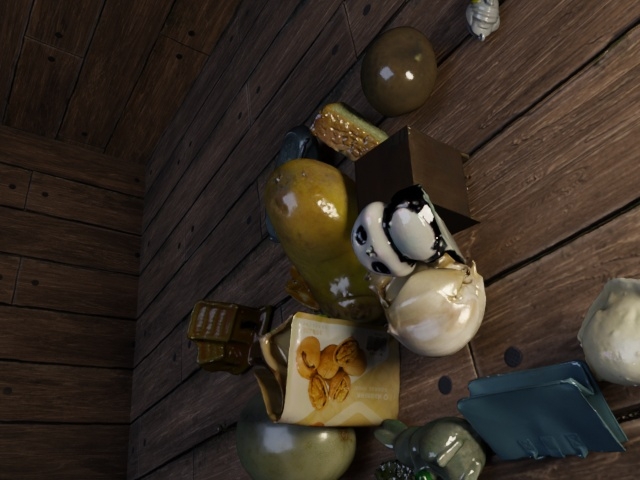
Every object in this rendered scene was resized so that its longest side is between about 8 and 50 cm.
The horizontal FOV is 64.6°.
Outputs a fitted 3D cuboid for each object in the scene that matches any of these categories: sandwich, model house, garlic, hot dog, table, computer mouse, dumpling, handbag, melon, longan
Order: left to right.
[{"bbox_3d":[-0.314,0.308,1.636,0.173,0.239,0.268,10,85,56],"label":"model house"},{"bbox_3d":[-0.061,0.464,1.191,0.308,0.271,0.272,4,81,61],"label":"melon"},{"bbox_3d":[-0.073,-0.167,1.576,0.203,0.114,0.374,44,122,50],"label":"computer mouse"},{"bbox_3d":[-0.024,0.137,1.425,0.269,0.072,0.110,26,102,58],"label":"hot dog"},{"bbox_3d":[0.122,-0.247,1.315,0.100,0.288,0.254,-55,-6,18],"label":"sandwich"},{"bbox_3d":[0.188,-0.398,1.215,0.198,0.197,0.213,-34,57,45],"label":"longan"},{"bbox_3d":[0.199,-0.103,1.072,0.172,0.193,0.169,-30,54,48],"label":"table"},{"bbox_3d":[0.222,0.108,0.989,0.203,0.184,0.281,-41,21,13],"label":"garlic"},{"bbox_3d":[0.338,0.277,0.796,0.221,0.057,0.144,-32,92,46],"label":"handbag"},{"bbox_3d":[0.435,0.125,0.708,0.181,0.111,0.155,-33,55,39],"label":"dumpling"}]

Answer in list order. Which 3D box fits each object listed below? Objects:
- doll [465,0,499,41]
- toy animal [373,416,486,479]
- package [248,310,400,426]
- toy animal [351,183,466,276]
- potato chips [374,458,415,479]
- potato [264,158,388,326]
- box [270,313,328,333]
[{"bbox_3d":[0.360,-0.515,1.109,0.094,0.079,0.180,123,161,-77],"label":"doll"},{"bbox_3d":[0.202,0.397,0.971,0.251,0.126,0.126,-24,76,64],"label":"toy animal"},{"bbox_3d":[0.010,0.282,1.099,0.165,0.311,0.222,-14,68,52],"label":"package"},{"bbox_3d":[0.144,-0.001,0.906,0.179,0.138,0.166,-22,95,29],"label":"toy animal"},{"bbox_3d":[0.177,0.547,1.014,0.202,0.029,0.220,-55,41,28],"label":"potato chips"},{"bbox_3d":[0.000,0.000,1.190,0.289,0.295,0.398,-22,56,32],"label":"potato"},{"bbox_3d":[-0.029,0.306,1.374,0.334,0.047,0.187,-27,57,45],"label":"box"}]
